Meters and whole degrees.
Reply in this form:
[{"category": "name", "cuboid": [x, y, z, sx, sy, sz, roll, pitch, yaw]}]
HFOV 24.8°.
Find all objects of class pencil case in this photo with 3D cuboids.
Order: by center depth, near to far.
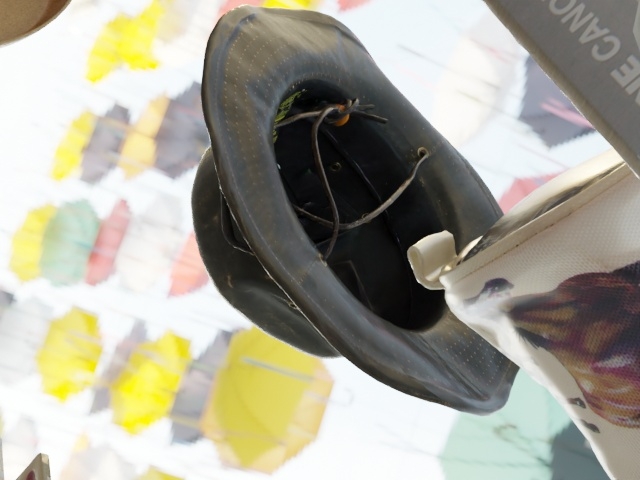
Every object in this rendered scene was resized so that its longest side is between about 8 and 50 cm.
[{"category": "pencil case", "cuboid": [0.225, 0.123, 0.706, 0.183, 0.410, 0.160, -36, -176, 18]}]

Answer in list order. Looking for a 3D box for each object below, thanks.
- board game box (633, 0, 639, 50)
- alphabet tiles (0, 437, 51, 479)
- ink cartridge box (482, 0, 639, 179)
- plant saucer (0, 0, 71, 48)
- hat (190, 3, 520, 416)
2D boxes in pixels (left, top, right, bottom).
[{"category": "board game box", "cuboid": [0.223, 0.054, 0.122, 0.390, 0.050, 0.389, -37, -116, 55]}, {"category": "alphabet tiles", "cuboid": [-0.249, 0.312, 0.965, 0.285, 0.011, 0.342, -47, -142, 28]}, {"category": "ink cartridge box", "cuboid": [0.156, -0.170, 0.442, 0.272, 0.130, 0.309, -48, -131, 20]}, {"category": "plant saucer", "cuboid": [-0.123, -0.088, 0.491, 0.015, 0.083, 0.083, 105, -13, -49]}, {"category": "hat", "cuboid": [0.000, 0.000, 1.026, 0.134, 0.331, 0.331, -34, -139, 30]}]
